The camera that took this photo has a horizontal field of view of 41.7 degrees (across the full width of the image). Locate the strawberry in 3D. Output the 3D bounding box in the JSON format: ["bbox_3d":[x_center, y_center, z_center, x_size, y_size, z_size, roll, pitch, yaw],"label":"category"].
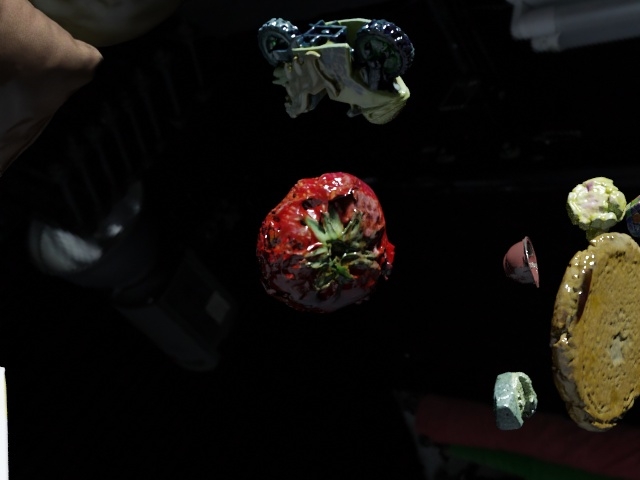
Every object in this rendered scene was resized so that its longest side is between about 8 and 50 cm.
[{"bbox_3d":[0.000,0.000,1.529,0.220,0.274,0.274,25,-25,55],"label":"strawberry"}]

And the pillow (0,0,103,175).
[{"bbox_3d":[-0.369,-0.115,0.634,0.108,0.308,0.305,45,3,40],"label":"pillow"}]

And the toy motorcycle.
[{"bbox_3d":[0.038,-0.373,1.827,0.410,0.169,0.237,14,-43,39],"label":"toy motorcycle"}]

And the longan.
[{"bbox_3d":[-0.320,-0.409,1.154,0.288,0.350,0.288,-3,-61,-6],"label":"longan"}]

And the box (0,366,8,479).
[{"bbox_3d":[-0.444,0.271,0.942,0.168,0.265,0.097,11,-45,-35],"label":"box"}]

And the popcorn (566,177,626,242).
[{"bbox_3d":[0.471,-0.058,1.439,0.097,0.109,0.089,-10,-37,12],"label":"popcorn"}]

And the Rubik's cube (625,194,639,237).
[{"bbox_3d":[0.727,-0.053,1.860,0.093,0.111,0.111,-11,-49,25],"label":"Rubik's cube"}]

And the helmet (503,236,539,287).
[{"bbox_3d":[0.381,0.047,1.616,0.057,0.111,0.089,-13,-59,20],"label":"helmet"}]

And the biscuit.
[{"bbox_3d":[0.321,0.102,0.950,0.042,0.226,0.226,3,-42,44],"label":"biscuit"}]

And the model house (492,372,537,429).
[{"bbox_3d":[0.314,0.270,1.367,0.066,0.083,0.079,-8,-61,22],"label":"model house"}]
